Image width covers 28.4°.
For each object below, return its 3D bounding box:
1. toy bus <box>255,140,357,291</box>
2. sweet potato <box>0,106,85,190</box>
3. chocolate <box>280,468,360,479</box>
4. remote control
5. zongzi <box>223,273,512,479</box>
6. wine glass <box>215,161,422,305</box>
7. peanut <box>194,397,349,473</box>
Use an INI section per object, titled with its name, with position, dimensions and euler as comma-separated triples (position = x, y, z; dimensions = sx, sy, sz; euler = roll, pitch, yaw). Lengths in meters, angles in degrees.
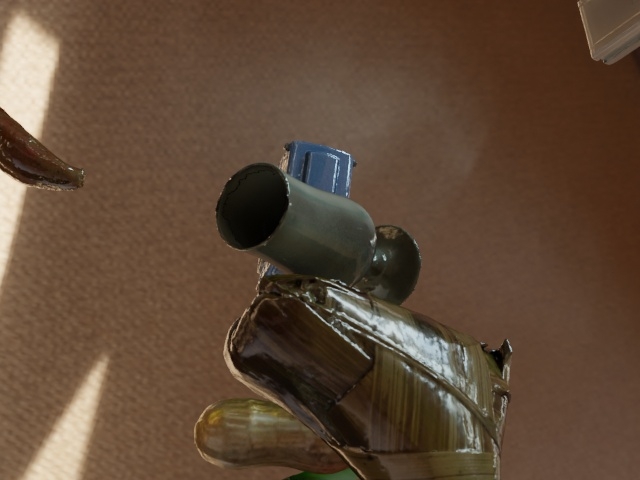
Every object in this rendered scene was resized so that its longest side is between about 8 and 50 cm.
[toy bus]
position = -0.019, -0.034, 1.918
dimensions = 0.116, 0.133, 0.234
euler = 13, 59, -9
[sweet potato]
position = -0.353, -0.124, 1.379
dimensions = 0.078, 0.255, 0.058
euler = -51, 154, 15
[chocolate]
position = 0.079, 0.375, 1.391
dimensions = 0.360, 0.341, 0.161
euler = -12, 113, -42
[remote control]
position = 0.484, -0.360, 1.764
dimensions = 0.055, 0.277, 0.103
euler = 12, 59, -36
[zongzi]
position = 0.049, 0.182, 1.130
dimensions = 0.286, 0.134, 0.288
euler = 22, 45, -19
[wine glass]
position = 0.000, 0.000, 1.260
dimensions = 0.231, 0.103, 0.103
euler = 26, 78, -52
[peanut]
position = -0.037, 0.218, 1.412
dimensions = 0.206, 0.087, 0.087
euler = 1, 99, -4
